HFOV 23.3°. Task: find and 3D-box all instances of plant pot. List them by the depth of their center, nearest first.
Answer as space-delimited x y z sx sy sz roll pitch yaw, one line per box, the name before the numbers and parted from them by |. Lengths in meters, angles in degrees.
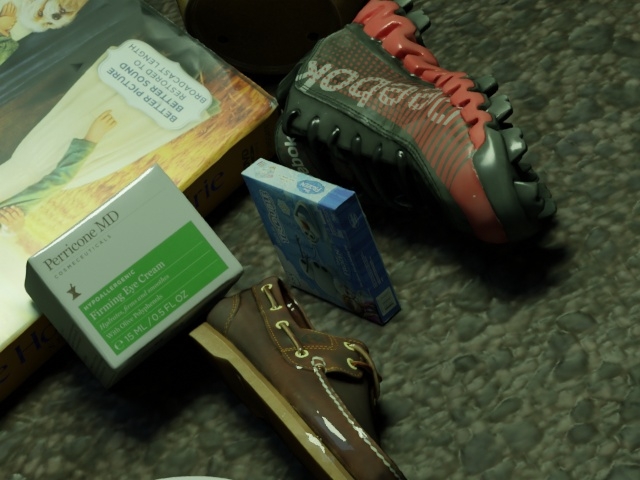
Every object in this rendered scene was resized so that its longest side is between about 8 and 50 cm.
plant pot | -0.032 -0.263 1.197 0.237 0.237 0.254 -11 52 21

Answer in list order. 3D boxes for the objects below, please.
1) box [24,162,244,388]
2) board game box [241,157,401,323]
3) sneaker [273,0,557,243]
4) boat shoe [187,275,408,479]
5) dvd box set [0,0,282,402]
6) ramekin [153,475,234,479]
box | -0.116 0.023 0.947 0.101 0.087 0.102 -39 -2 -16
board game box | 0.000 0.000 0.933 0.020 0.090 0.090 -39 37 -23
sneaker | 0.047 -0.060 0.975 0.135 0.097 0.276 -29 33 -4
boat shoe | -0.005 0.077 0.854 0.073 0.073 0.207 -36 37 -9
dvd box set | -0.277 -0.033 1.064 0.307 0.062 0.420 38 67 22
ramekin | -0.071 0.218 0.689 0.207 0.109 0.207 -17 36 13
